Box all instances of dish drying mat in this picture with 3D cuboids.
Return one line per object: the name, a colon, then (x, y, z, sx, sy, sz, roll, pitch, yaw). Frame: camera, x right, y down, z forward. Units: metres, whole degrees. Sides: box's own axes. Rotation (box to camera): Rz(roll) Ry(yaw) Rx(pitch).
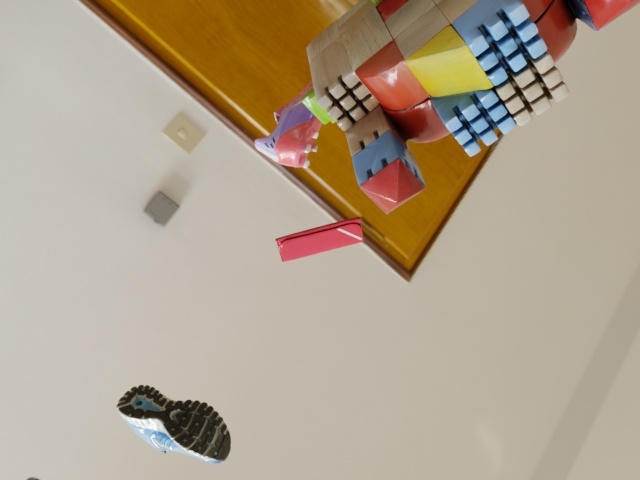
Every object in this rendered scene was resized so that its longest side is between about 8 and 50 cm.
dish drying mat: (0.000, 0.000, 0.497, 0.083, 0.032, 0.008, -15, -136, -1)

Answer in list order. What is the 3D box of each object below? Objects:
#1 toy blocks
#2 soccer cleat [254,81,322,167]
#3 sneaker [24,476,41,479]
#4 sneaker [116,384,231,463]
toy blocks: (0.134, -0.198, 0.506, 0.381, 0.190, 0.261, -34, -142, 22)
soccer cleat: (-0.026, -0.225, 0.888, 0.083, 0.095, 0.248, 103, 8, -56)
sneaker: (-0.339, 0.319, 0.383, 0.447, 0.257, 0.169, -43, -120, 38)
sneaker: (-0.185, 0.245, 0.672, 0.063, 0.162, 0.073, -50, 152, -45)
